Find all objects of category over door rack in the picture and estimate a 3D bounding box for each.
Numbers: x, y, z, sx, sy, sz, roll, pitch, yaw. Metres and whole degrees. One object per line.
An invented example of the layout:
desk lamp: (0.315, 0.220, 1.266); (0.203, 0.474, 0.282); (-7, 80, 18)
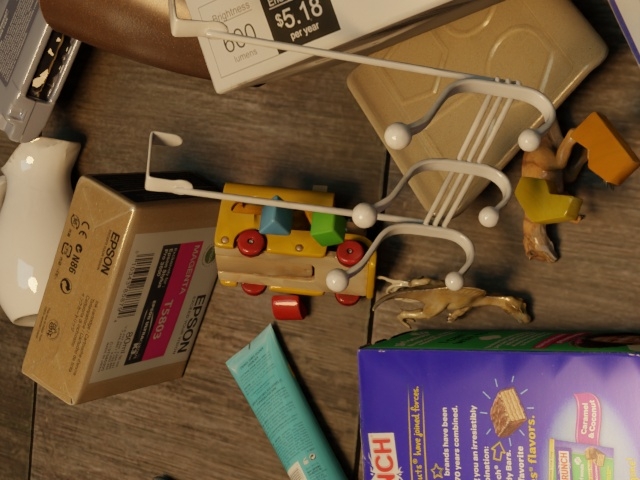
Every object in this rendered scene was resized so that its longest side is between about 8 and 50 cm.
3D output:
over door rack: (0.004, -0.068, 1.120); (0.324, 0.108, 0.239); (17, 145, -3)

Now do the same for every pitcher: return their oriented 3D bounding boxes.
pitcher: (-0.346, 0.000, 1.591); (0.178, 0.125, 0.207); (-24, 68, 49)

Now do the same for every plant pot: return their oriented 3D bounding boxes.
plant pot: (-0.137, -0.263, 1.390); (0.230, 0.215, 0.215); (31, 110, 15)

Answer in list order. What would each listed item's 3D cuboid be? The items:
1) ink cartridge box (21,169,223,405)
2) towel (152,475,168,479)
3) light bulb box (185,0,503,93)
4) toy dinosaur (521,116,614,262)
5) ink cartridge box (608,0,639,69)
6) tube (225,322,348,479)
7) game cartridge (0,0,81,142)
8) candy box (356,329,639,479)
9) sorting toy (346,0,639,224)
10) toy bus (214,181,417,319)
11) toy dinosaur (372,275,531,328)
ink cartridge box: (-0.203, 0.047, 1.440); (0.088, 0.193, 0.234); (28, 108, 28)
towel: (-0.084, 0.463, 1.480); (0.370, 0.040, 0.271); (26, 106, 32)
light bulb box: (0.042, -0.360, 1.139); (0.358, 0.225, 0.361); (-17, 94, 37)
toy dinosaur: (0.213, -0.083, 1.229); (0.112, 0.064, 0.211); (0, 93, 35)
ink cartridge box: (0.391, -0.273, 1.094); (0.330, 0.071, 0.324); (-29, 77, 36)
tube: (-0.034, 0.196, 1.425); (0.080, 0.052, 0.207); (-40, 66, 24)
game cartridge: (-0.326, -0.283, 1.549); (0.196, 0.060, 0.294); (47, 116, 45)
candy box: (0.198, 0.222, 1.221); (0.317, 0.122, 0.268); (-2, 93, 33)
sorting toy: (0.165, -0.129, 1.239); (0.229, 0.041, 0.307); (-47, 54, 26)
toy bus: (-0.012, -0.004, 1.357); (0.191, 0.202, 0.104); (-20, 51, 40)
toy dinosaur: (0.111, 0.052, 1.260); (0.092, 0.183, 0.053); (-21, 67, 61)
